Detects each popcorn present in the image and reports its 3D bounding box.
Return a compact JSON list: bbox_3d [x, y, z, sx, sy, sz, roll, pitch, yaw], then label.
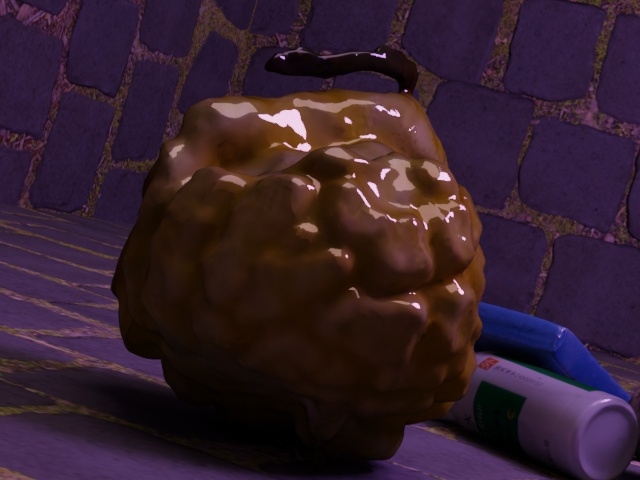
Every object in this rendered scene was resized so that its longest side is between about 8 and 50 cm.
[{"bbox_3d":[0.000,0.000,1.399,0.349,0.381,0.349,19,-21,7],"label":"popcorn"}]

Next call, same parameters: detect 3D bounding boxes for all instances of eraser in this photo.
[{"bbox_3d":[0.269,0.157,1.882,0.144,0.042,0.312,15,-18,40],"label":"eraser"}]

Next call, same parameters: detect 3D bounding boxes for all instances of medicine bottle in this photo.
[{"bbox_3d":[0.210,0.173,1.734,0.095,0.095,0.260,14,4,-34],"label":"medicine bottle"}]

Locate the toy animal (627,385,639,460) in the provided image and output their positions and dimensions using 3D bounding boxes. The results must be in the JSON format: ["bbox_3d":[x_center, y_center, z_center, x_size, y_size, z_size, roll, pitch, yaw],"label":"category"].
[{"bbox_3d":[0.438,0.190,1.647,0.227,0.188,0.358,9,3,-6],"label":"toy animal"}]
